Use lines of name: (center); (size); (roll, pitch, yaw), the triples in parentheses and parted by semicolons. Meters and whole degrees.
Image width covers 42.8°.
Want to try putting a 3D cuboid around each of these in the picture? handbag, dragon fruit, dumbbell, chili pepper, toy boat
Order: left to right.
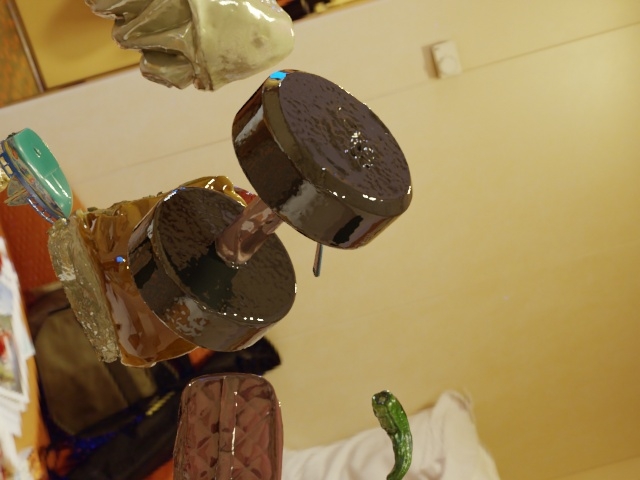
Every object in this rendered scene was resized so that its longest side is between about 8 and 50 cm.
toy boat: (-0.462, -0.084, 1.301); (0.175, 0.110, 0.091); (59, 23, -17)
handbag: (-0.125, 0.301, 1.133); (0.135, 0.147, 0.225); (94, -3, -57)
dragon fruit: (-0.155, -0.026, 1.510); (0.131, 0.063, 0.097); (-59, 145, -33)
dumbbell: (-0.045, -0.021, 0.687); (0.153, 0.218, 0.152); (30, 37, -25)
chili pepper: (0.132, 0.352, 1.495); (0.073, 0.050, 0.182); (-42, 121, -61)

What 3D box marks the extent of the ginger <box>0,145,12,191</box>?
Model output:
ginger: (-0.619, -0.078, 1.436); (0.294, 0.131, 0.086); (-95, 173, -55)

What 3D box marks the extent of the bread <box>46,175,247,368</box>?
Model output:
bread: (-0.227, 0.039, 1.197); (0.225, 0.279, 0.250); (12, -58, 62)

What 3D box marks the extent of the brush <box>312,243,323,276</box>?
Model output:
brush: (0.000, 0.000, 1.338); (0.051, 0.014, 0.164); (-106, -163, -46)

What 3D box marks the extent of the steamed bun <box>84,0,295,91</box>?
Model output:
steamed bun: (-0.249, -0.396, 1.456); (0.339, 0.352, 0.247); (51, -59, 40)
